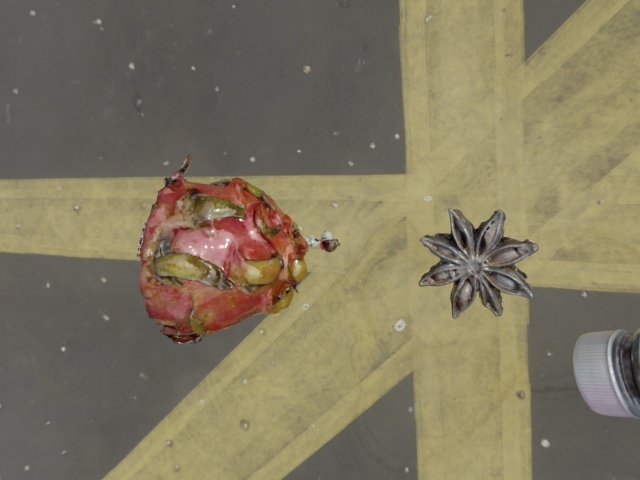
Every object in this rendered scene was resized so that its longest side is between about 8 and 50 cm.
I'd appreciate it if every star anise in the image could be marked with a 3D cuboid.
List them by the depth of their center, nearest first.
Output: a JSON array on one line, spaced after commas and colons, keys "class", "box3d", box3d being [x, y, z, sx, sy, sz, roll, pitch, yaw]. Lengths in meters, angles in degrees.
[{"class": "star anise", "box3d": [0.326, 0.047, 0.863, 0.224, 0.109, 0.235, 3, 100, 17]}]

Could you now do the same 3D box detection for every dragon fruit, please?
[{"class": "dragon fruit", "box3d": [-0.152, 0.034, 0.749, 0.263, 0.296, 0.314, 6, 135, 4]}]

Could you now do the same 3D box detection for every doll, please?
[{"class": "doll", "box3d": [0.000, 0.005, 0.925, 0.058, 0.085, 0.040, 54, 143, 29]}]

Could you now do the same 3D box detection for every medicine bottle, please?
[{"class": "medicine bottle", "box3d": [0.587, 0.215, 0.660, 0.273, 0.165, 0.164, -24, 86, 55]}]
